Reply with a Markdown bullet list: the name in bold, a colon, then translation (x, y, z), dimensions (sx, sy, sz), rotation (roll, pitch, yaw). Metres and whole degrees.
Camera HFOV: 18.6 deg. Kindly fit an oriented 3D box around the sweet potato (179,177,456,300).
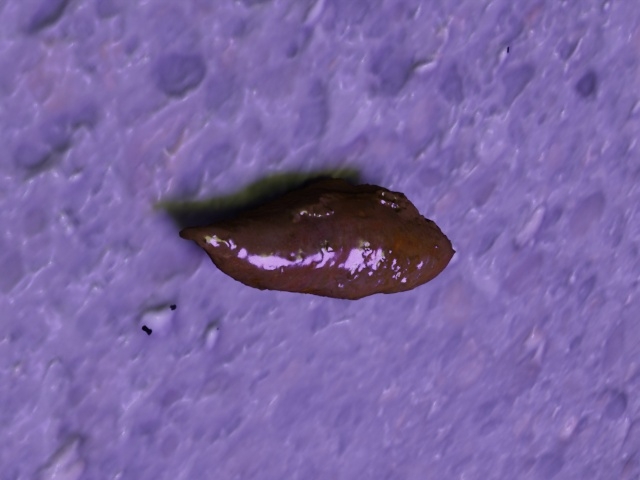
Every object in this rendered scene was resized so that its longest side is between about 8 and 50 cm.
- **sweet potato**: translation (0.000, 0.000, 1.043), dimensions (0.206, 0.060, 0.068), rotation (-3, 82, -49)
